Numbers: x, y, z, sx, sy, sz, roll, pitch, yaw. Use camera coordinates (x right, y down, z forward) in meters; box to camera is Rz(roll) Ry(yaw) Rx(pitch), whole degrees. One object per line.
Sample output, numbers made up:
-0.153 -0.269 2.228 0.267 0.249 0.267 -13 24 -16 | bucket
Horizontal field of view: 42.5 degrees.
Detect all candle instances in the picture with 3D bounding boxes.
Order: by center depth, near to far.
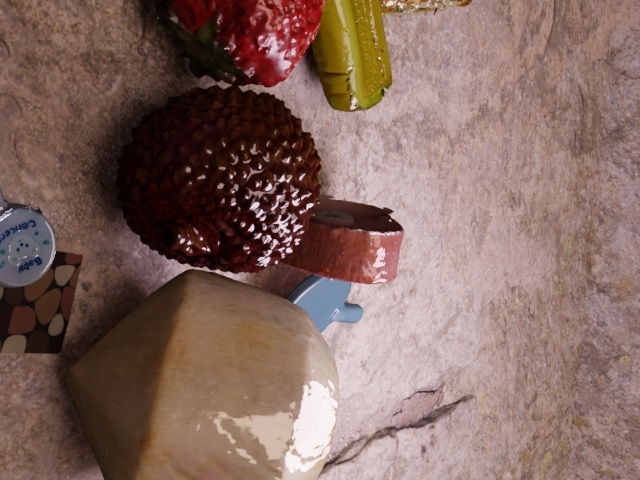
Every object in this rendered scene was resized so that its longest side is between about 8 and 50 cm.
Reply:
0.000 0.000 1.493 0.288 0.317 0.131 8 100 -11 | candle

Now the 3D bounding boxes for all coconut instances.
-0.185 0.243 1.271 0.416 0.344 0.415 5 73 -16 | coconut

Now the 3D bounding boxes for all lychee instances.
-0.148 -0.094 1.245 0.306 0.306 0.330 64 34 -38 | lychee

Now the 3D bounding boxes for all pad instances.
-0.448 0.083 1.160 0.235 0.003 0.158 12 90 -51 | pad

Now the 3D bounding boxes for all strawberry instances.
-0.101 -0.377 1.258 0.276 0.257 0.257 -55 137 -13 | strawberry

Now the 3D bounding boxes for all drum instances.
-0.423 -0.060 1.116 0.130 0.049 0.253 -15 107 -49 | drum

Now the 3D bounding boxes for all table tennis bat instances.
-0.002 0.144 1.633 0.215 0.044 0.329 -56 155 12 | table tennis bat

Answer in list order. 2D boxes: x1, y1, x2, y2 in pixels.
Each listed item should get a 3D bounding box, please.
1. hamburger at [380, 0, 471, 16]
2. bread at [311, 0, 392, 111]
0.196 -0.530 1.655 0.283 0.144 0.156 -18 113 -44 | hamburger
0.034 -0.421 1.515 0.166 0.112 0.383 -39 127 -40 | bread
